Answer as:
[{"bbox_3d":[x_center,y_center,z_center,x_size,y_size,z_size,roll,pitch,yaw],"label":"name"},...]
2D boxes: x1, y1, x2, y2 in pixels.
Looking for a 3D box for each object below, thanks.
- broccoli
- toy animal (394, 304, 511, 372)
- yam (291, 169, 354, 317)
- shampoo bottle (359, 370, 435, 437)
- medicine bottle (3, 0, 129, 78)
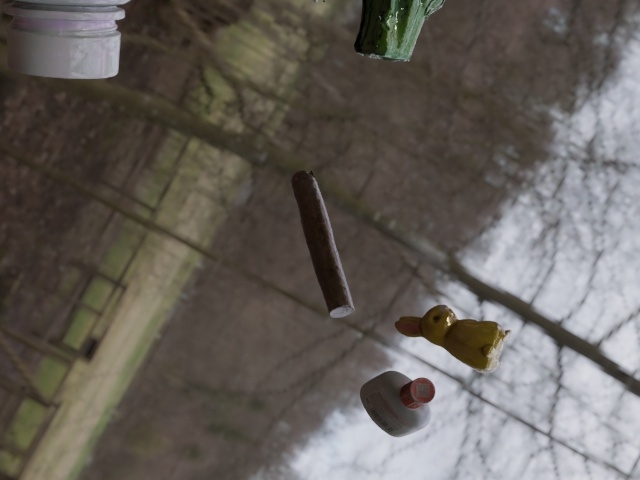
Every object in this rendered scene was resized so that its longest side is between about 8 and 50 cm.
[{"bbox_3d":[0.069,-0.261,1.330,0.194,0.219,0.194,-24,117,-61],"label":"broccoli"},{"bbox_3d":[0.175,0.126,1.905,0.083,0.159,0.070,5,104,-63],"label":"toy animal"},{"bbox_3d":[0.000,0.000,2.185,0.046,0.046,0.264,-55,-135,50],"label":"yam"},{"bbox_3d":[0.126,0.250,2.167,0.051,0.108,0.221,-37,176,-20],"label":"shampoo bottle"},{"bbox_3d":[-0.306,-0.348,1.669,0.170,0.170,0.293,-80,174,-75],"label":"medicine bottle"}]
